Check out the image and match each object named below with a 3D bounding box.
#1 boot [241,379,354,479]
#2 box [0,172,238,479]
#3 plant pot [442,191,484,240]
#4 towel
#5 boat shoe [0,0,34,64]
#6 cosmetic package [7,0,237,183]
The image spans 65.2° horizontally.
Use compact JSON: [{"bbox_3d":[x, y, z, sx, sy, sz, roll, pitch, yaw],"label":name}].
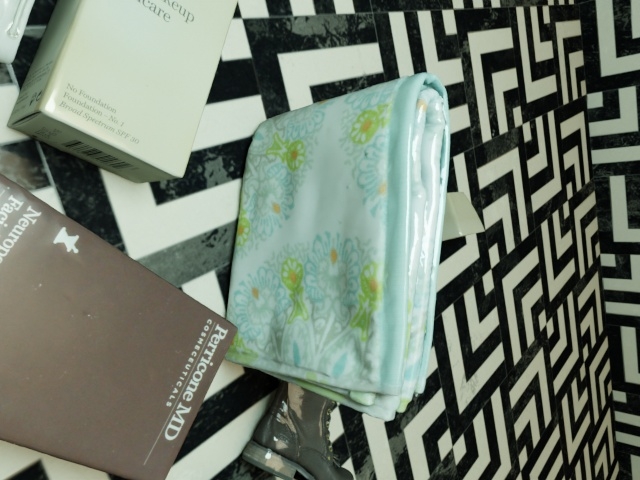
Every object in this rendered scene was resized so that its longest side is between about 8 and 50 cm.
[{"bbox_3d":[0.006,0.277,0.814,0.263,0.091,0.229,41,63,-37],"label":"boot"},{"bbox_3d":[-0.281,0.078,0.474,0.381,0.143,0.191,44,60,-40],"label":"box"},{"bbox_3d":[0.275,-0.050,1.087,0.109,0.109,0.096,-9,85,-46],"label":"plant pot"},{"bbox_3d":[0.000,0.000,0.637,0.090,0.320,0.375,12,82,-44],"label":"towel"},{"bbox_3d":[-0.288,-0.304,0.491,0.088,0.096,0.268,29,71,-47],"label":"boat shoe"},{"bbox_3d":[-0.204,-0.237,0.568,0.160,0.113,0.310,25,74,-44],"label":"cosmetic package"}]
